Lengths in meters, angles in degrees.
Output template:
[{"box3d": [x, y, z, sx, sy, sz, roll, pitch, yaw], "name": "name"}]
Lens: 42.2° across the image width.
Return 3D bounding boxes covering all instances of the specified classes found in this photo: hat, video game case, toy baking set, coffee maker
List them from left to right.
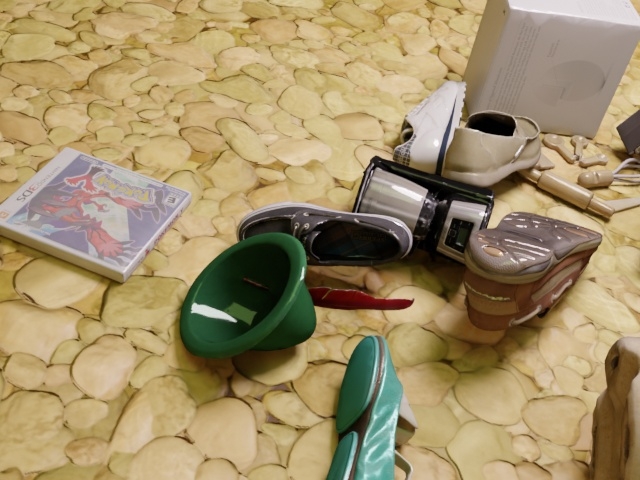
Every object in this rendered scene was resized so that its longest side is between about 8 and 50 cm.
[{"box3d": [-0.301, -0.040, 1.099, 0.201, 0.023, 0.183, 20, 42, 9], "name": "video game case"}, {"box3d": [-0.034, 0.107, 0.998, 0.209, 0.183, 0.173, -12, 47, 35], "name": "hat"}, {"box3d": [0.144, -0.050, 1.139, 0.178, 0.120, 0.171, 19, 41, 7], "name": "coffee maker"}, {"box3d": [0.440, -0.109, 1.340, 0.256, 0.030, 0.197, 33, 46, 22], "name": "toy baking set"}]

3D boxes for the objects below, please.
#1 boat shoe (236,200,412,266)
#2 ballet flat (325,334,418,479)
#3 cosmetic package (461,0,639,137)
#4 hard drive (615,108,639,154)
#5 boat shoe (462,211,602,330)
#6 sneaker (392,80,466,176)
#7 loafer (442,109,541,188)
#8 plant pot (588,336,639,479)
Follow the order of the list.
[{"box3d": [0.000, 0.000, 1.049, 0.229, 0.080, 0.076, 7, 12, 8], "name": "boat shoe"}, {"box3d": [0.057, 0.212, 0.875, 0.087, 0.083, 0.247, 32, 40, -14], "name": "ballet flat"}, {"box3d": [0.379, -0.310, 1.402, 0.225, 0.224, 0.138, 5, 43, -8], "name": "cosmetic package"}, {"box3d": [0.692, -0.235, 1.371, 0.339, 0.237, 0.064, -9, 70, -28], "name": "hard drive"}, {"box3d": [0.270, 0.038, 1.081, 0.123, 0.116, 0.324, 22, 21, 34], "name": "boat shoe"}, {"box3d": [0.180, -0.192, 1.336, 0.095, 0.090, 0.235, 8, 39, 10], "name": "sneaker"}, {"box3d": [0.271, -0.153, 1.257, 0.102, 0.092, 0.268, 16, 28, 26], "name": "loafer"}, {"box3d": [0.431, 0.217, 0.794, 0.306, 0.333, 0.333, 6, 41, 10], "name": "plant pot"}]
